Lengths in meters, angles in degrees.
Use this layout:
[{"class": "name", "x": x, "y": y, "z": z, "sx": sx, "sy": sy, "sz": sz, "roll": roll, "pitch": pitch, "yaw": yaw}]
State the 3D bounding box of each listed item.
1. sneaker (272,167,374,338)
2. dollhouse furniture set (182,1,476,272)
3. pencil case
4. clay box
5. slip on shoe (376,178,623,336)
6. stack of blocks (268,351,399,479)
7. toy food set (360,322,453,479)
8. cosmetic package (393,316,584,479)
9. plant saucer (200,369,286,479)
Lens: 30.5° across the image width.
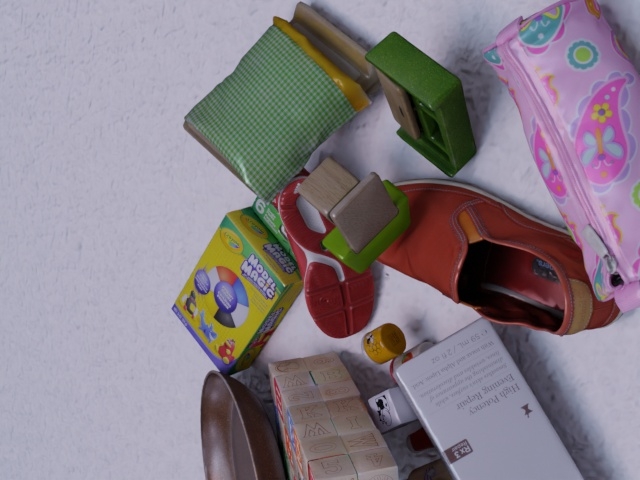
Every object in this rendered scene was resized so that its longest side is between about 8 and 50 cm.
[{"class": "sneaker", "x": 0.000, "y": 0.000, "z": 1.390, "sx": 0.128, "sy": 0.087, "sz": 0.221, "roll": -114, "pitch": 8, "yaw": -61}, {"class": "dollhouse furniture set", "x": -0.014, "y": -0.141, "z": 1.231, "sx": 0.197, "sy": 0.151, "sz": 0.301, "roll": -45, "pitch": 61, "yaw": -6}, {"class": "pencil case", "x": 0.256, "y": -0.080, "z": 1.079, "sx": 0.124, "sy": 0.124, "sz": 0.284, "roll": -29, "pitch": 82, "yaw": 44}, {"class": "clay box", "x": -0.100, "y": 0.058, "z": 1.500, "sx": 0.127, "sy": 0.053, "sz": 0.222, "roll": 49, "pitch": 131, "yaw": 20}, {"class": "slip on shoe", "x": 0.156, "y": 0.016, "z": 1.216, "sx": 0.331, "sy": 0.101, "sz": 0.123, "roll": 22, "pitch": 119, "yaw": 39}, {"class": "stack of blocks", "x": 0.015, "y": 0.264, "z": 1.312, "sx": 0.297, "sy": 0.087, "sz": 0.171, "roll": -124, "pitch": 26, "yaw": -70}, {"class": "toy food set", "x": 0.098, "y": 0.214, "z": 1.323, "sx": 0.104, "sy": 0.111, "sz": 0.232, "roll": -35, "pitch": 71, "yaw": 45}, {"class": "cosmetic package", "x": 0.180, "y": 0.207, "z": 1.221, "sx": 0.231, "sy": 0.117, "sz": 0.085, "roll": 59, "pitch": 178, "yaw": 9}, {"class": "plant saucer", "x": -0.093, "y": 0.315, "z": 1.490, "sx": 0.310, "sy": 0.050, "sz": 0.310, "roll": 172, "pitch": 90, "yaw": -73}]
